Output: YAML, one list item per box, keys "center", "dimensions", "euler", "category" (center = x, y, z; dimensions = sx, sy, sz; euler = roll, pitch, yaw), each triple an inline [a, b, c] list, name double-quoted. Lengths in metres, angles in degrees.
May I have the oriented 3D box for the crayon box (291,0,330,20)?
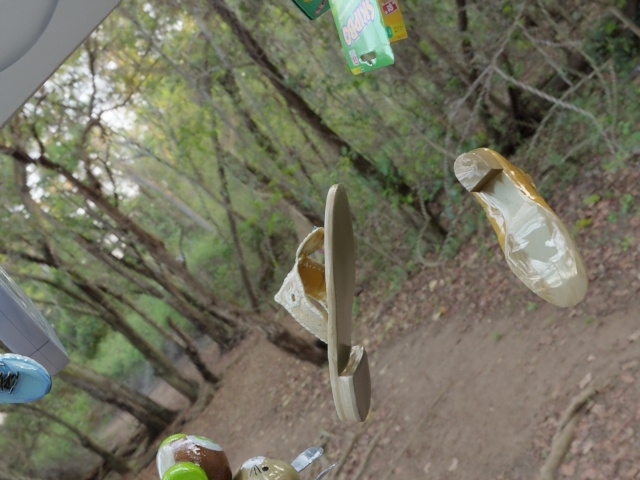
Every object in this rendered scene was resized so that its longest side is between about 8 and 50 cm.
- center: [0.049, -0.476, 1.075]
  dimensions: [0.278, 0.165, 0.081]
  euler: [-32, -25, 17]
  category: "crayon box"

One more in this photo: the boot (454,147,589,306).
- center: [0.338, -0.034, 1.183]
  dimensions: [0.104, 0.295, 0.211]
  euler: [-42, -16, 25]
  category: "boot"

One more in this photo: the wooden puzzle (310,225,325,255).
- center: [0.000, 0.000, 1.543]
  dimensions: [0.006, 0.049, 0.083]
  euler: [-83, 18, -65]
  category: "wooden puzzle"

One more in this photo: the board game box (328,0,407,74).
- center: [0.035, -0.336, 0.892]
  dimensions: [0.039, 0.259, 0.124]
  euler: [-20, 12, -19]
  category: "board game box"

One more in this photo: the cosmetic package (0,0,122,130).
- center: [-0.235, -0.244, 0.318]
  dimensions: [0.097, 0.377, 0.284]
  euler: [11, 60, 48]
  category: "cosmetic package"

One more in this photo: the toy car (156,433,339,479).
- center: [-0.076, 0.269, 0.821]
  dimensions: [0.189, 0.148, 0.155]
  euler: [-18, 3, -13]
  category: "toy car"

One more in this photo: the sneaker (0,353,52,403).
- center: [-0.400, 0.168, 0.875]
  dimensions: [0.073, 0.162, 0.063]
  euler: [16, 89, 58]
  category: "sneaker"

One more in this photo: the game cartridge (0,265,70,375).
- center: [-0.477, 0.063, 1.054]
  dimensions: [0.062, 0.297, 0.198]
  euler: [-37, 33, -12]
  category: "game cartridge"

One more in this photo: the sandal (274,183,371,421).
- center: [-0.006, 0.067, 0.721]
  dimensions: [0.079, 0.239, 0.088]
  euler: [-3, 15, 18]
  category: "sandal"
